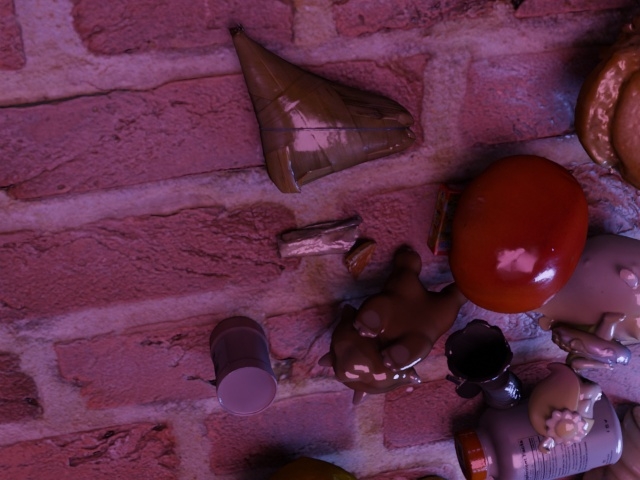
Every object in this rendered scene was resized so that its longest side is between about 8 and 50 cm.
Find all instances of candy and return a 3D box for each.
[{"bbox_3d":[0.223,-0.035,1.367,0.062,0.038,0.122,3,115,-14],"label":"candy"}]

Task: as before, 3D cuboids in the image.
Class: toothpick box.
[{"bbox_3d":[-0.129,0.205,1.347,0.098,0.149,0.098,-5,117,-10],"label":"toothpick box"}]

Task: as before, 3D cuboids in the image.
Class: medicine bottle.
[{"bbox_3d":[0.404,0.377,1.548,0.289,0.157,0.157,-12,118,-6],"label":"medicine bottle"}]

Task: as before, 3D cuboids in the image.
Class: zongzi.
[{"bbox_3d":[0.004,-0.219,1.197,0.228,0.115,0.256,-19,108,-7],"label":"zongzi"}]

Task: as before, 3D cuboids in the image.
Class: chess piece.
[{"bbox_3d":[0.612,0.498,1.660,0.167,0.167,0.299,20,115,-21],"label":"chess piece"}]

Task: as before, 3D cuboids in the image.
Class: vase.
[{"bbox_3d":[0.298,0.231,1.439,0.115,0.115,0.237,-32,147,4],"label":"vase"}]

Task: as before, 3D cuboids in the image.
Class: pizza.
[{"bbox_3d":[0.058,0.036,1.361,0.083,0.025,0.078,-30,146,-48],"label":"pizza"}]

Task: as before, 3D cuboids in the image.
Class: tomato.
[{"bbox_3d":[0.318,-0.004,1.298,0.260,0.180,0.260,-33,138,-36],"label":"tomato"}]

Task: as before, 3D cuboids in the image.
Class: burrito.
[{"bbox_3d":[0.000,0.000,1.333,0.149,0.041,0.055,-11,105,-7],"label":"burrito"}]

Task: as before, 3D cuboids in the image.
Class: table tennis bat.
[{"bbox_3d":[0.271,0.274,1.551,0.083,0.007,0.050,28,108,-25],"label":"table tennis bat"}]

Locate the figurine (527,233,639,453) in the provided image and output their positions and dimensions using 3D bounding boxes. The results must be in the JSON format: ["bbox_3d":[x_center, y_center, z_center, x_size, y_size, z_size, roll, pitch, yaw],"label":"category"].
[{"bbox_3d":[0.440,0.173,1.414,0.274,0.226,0.394,21,92,21],"label":"figurine"}]

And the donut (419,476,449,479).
[{"bbox_3d":[0.225,0.538,1.646,0.140,0.059,0.140,-5,118,-10],"label":"donut"}]

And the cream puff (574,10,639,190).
[{"bbox_3d":[0.567,-0.210,1.243,0.343,0.231,0.327,-6,118,21],"label":"cream puff"}]

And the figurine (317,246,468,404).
[{"bbox_3d":[0.113,0.158,1.376,0.177,0.247,0.173,31,145,0],"label":"figurine"}]

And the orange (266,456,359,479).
[{"bbox_3d":[-0.033,0.524,1.471,0.279,0.279,0.235,-43,88,10],"label":"orange"}]
